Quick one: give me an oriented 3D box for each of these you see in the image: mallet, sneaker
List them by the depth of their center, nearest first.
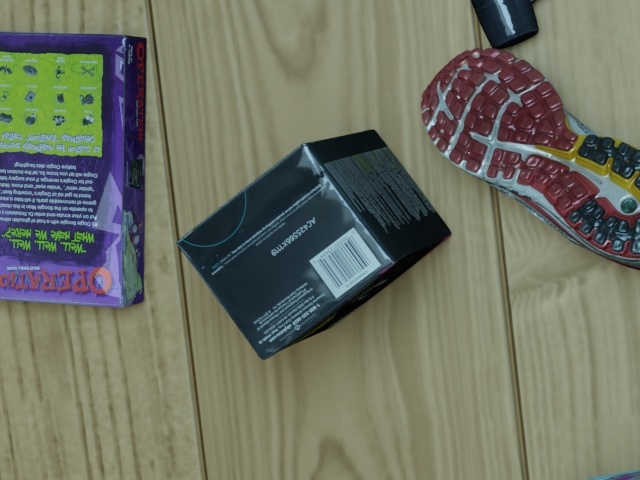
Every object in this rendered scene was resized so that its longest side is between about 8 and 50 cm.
[{"bbox_3d":[0.158,-0.048,1.295,0.088,0.093,0.225,-47,63,-2],"label":"sneaker"},{"bbox_3d":[0.189,-0.203,1.299,0.190,0.039,0.062,-30,83,13],"label":"mallet"}]

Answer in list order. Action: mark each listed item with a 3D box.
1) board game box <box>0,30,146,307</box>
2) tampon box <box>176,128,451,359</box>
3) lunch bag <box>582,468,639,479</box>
[{"bbox_3d":[-0.303,-0.061,1.462,0.347,0.056,0.208,4,92,17],"label":"board game box"},{"bbox_3d":[0.000,0.000,1.309,0.120,0.161,0.101,-38,84,19],"label":"tampon box"},{"bbox_3d":[0.261,0.276,1.258,0.224,0.108,0.279,-11,89,4],"label":"lunch bag"}]
